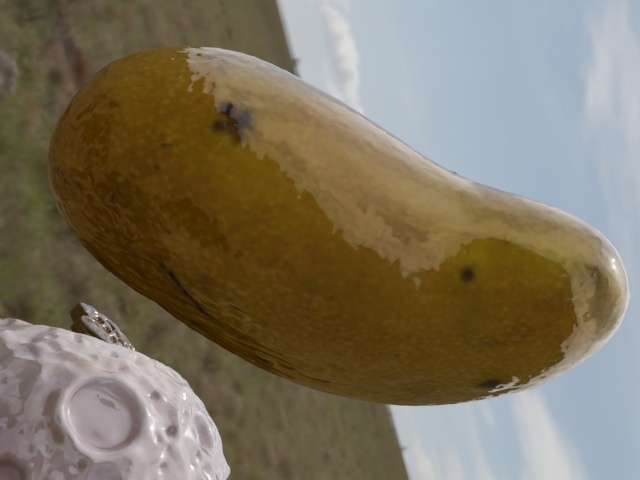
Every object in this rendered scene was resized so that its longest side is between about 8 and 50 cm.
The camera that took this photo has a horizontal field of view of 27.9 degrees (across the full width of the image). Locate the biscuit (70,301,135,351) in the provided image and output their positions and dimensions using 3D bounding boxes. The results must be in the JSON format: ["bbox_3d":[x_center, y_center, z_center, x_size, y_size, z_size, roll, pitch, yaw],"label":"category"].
[{"bbox_3d":[-0.201,0.128,1.314,0.175,0.026,0.124,51,4,36],"label":"biscuit"}]

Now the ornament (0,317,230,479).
[{"bbox_3d":[-0.193,0.181,0.878,0.259,0.259,0.225,77,26,-70],"label":"ornament"}]

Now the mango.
[{"bbox_3d":[-0.004,0.003,0.546,0.109,0.262,0.157,-55,154,-26],"label":"mango"}]
